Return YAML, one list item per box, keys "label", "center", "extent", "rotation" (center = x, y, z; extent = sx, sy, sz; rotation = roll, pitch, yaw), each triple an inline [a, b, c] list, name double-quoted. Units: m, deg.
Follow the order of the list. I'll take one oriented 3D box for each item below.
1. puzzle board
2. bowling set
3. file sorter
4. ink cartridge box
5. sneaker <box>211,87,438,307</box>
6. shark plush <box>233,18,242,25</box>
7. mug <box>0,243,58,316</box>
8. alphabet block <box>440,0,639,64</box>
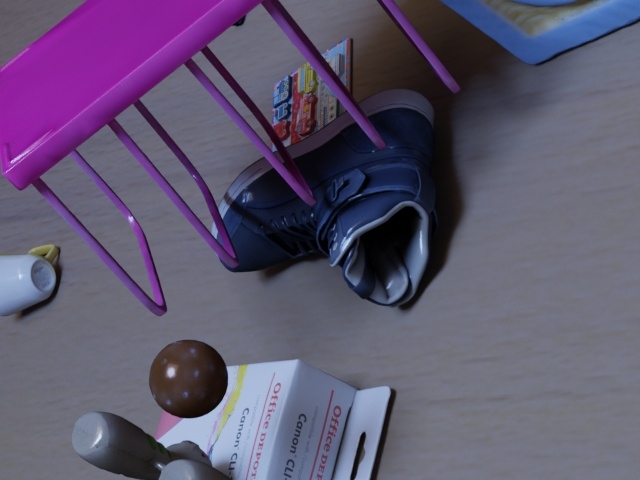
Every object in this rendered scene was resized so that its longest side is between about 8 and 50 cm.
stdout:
- label: "puzzle board"
  center: [-0.010, -0.107, 1.519]
  extent: [0.096, 0.011, 0.128]
  rotation: [-30, 45, 37]
- label: "bowling set"
  center: [-0.083, 0.183, 1.206]
  extent: [0.287, 0.154, 0.200]
  rotation: [29, 87, 42]
- label: "file sorter"
  center: [-0.072, -0.113, 1.305]
  extent: [0.290, 0.182, 0.202]
  rotation: [-38, 27, 5]
- label: "ink cartridge box"
  center: [-0.044, 0.155, 1.322]
  extent: [0.198, 0.067, 0.115]
  rotation: [-11, 58, 48]
- label: "sneaker"
  center: [-0.001, -0.001, 1.362]
  extent: [0.226, 0.086, 0.163]
  rotation: [-36, 38, 30]
- label: "shark plush"
  center: [-0.068, -0.284, 1.714]
  extent: [0.067, 0.073, 0.161]
  rotation: [143, 122, -61]
- label: "mug"
  center: [-0.295, 0.033, 1.745]
  extent: [0.064, 0.062, 0.078]
  rotation: [-13, 63, 38]
- label: "alphabet block"
  center: [0.168, -0.276, 1.254]
  extent: [0.193, 0.192, 0.197]
  rotation: [-20, 50, 42]
